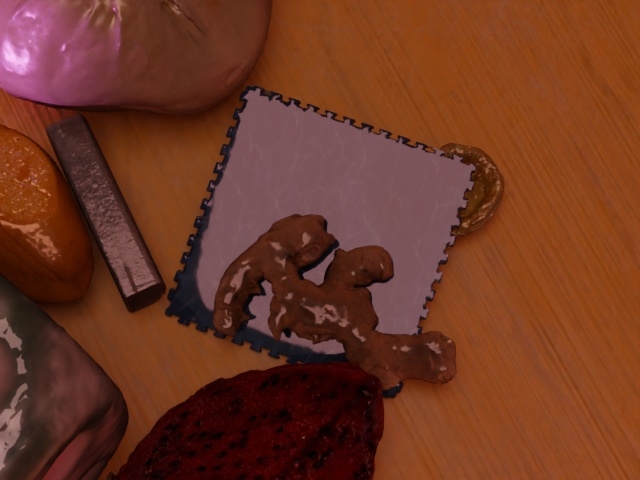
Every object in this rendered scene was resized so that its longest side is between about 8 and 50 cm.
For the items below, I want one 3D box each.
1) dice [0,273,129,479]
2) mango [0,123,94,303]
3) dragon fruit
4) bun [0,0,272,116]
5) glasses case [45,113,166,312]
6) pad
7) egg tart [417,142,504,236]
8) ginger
[{"bbox_3d":[-0.401,0.179,1.336,0.330,0.328,0.348,36,73,9],"label":"dice"},{"bbox_3d":[-0.316,-0.021,1.519,0.141,0.102,0.217,-43,81,-17],"label":"mango"},{"bbox_3d":[-0.082,0.256,1.435,0.317,0.152,0.205,-42,37,-25],"label":"dragon fruit"},{"bbox_3d":[-0.211,-0.291,1.535,0.361,0.213,0.361,-1,74,2],"label":"bun"},{"bbox_3d":[-0.224,-0.029,1.537,0.047,0.071,0.205,-25,76,-10],"label":"glasses case"},{"bbox_3d":[0.000,0.000,1.534,0.269,0.012,0.269,18,87,5],"label":"pad"},{"bbox_3d":[0.144,-0.051,1.561,0.105,0.039,0.105,0,75,0],"label":"egg tart"},{"bbox_3d":[0.026,0.061,1.493,0.259,0.065,0.149,19,86,7],"label":"ginger"}]
